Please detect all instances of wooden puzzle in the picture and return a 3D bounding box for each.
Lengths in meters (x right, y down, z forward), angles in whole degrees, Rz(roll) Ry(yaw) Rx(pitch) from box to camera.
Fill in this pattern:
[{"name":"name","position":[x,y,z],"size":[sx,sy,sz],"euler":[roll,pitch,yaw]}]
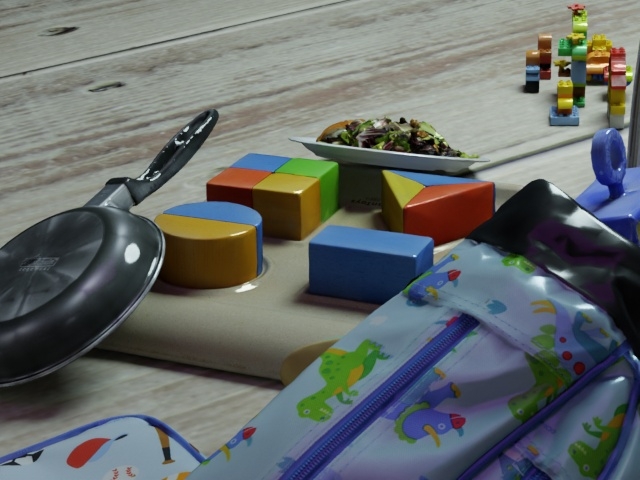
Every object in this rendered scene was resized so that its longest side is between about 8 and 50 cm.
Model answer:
[{"name":"wooden puzzle","position":[0.000,0.000,1.353],"size":[0.322,0.080,0.348],"euler":[8,28,21]}]

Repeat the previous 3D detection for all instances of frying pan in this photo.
[{"name":"frying pan","position":[-0.170,-0.004,1.277],"size":[0.326,0.053,0.197],"euler":[-43,33,-16]}]

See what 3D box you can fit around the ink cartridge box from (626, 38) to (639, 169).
[{"name":"ink cartridge box","position":[0.412,-0.109,1.350],"size":[0.279,0.160,0.385],"euler":[5,11,12]}]

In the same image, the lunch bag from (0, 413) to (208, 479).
[{"name":"lunch bag","position":[-0.170,0.209,0.894],"size":[0.303,0.115,0.243],"euler":[-17,23,-30]}]

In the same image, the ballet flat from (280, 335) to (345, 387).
[{"name":"ballet flat","position":[0.083,0.112,1.121],"size":[0.232,0.080,0.073],"euler":[-1,40,8]}]

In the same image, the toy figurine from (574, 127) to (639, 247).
[{"name":"toy figurine","position":[0.255,0.011,1.058],"size":[0.191,0.217,0.362],"euler":[-15,14,39]}]

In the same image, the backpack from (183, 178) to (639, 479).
[{"name":"backpack","position":[0.032,0.188,0.744],"size":[0.355,0.290,0.273],"euler":[-23,45,-25]}]

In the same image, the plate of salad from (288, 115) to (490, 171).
[{"name":"plate of salad","position":[0.068,-0.099,1.537],"size":[0.200,0.048,0.200],"euler":[7,5,-1]}]

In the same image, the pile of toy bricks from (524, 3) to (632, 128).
[{"name":"pile of toy bricks","position":[0.287,-0.208,1.736],"size":[0.118,0.105,0.212],"euler":[0,25,6]}]
